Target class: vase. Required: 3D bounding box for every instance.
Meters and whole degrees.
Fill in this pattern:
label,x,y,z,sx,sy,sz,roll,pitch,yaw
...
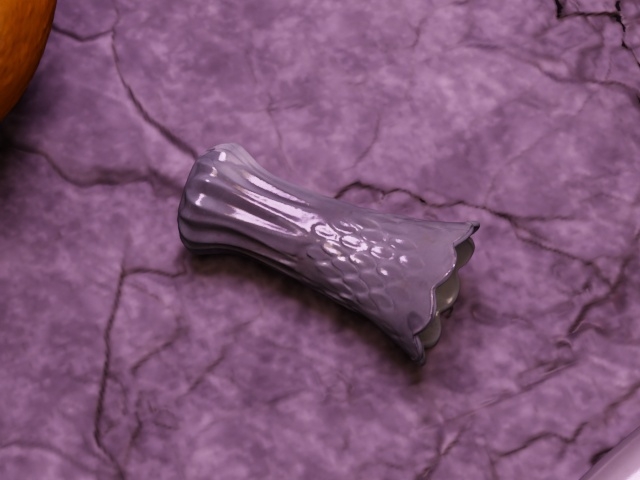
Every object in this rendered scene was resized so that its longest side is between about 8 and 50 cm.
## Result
label,x,y,z,sx,sy,sz,roll,pitch,yaw
vase,0.000,0.000,0.809,0.149,0.081,0.081,23,69,10

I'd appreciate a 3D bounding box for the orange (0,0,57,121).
label,x,y,z,sx,sy,sz,roll,pitch,yaw
orange,-0.278,-0.151,0.744,0.312,0.312,0.312,1,68,-2

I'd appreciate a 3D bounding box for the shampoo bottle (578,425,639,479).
label,x,y,z,sx,sy,sz,roll,pitch,yaw
shampoo bottle,0.132,0.210,0.732,0.284,0.071,0.153,-40,82,-13
